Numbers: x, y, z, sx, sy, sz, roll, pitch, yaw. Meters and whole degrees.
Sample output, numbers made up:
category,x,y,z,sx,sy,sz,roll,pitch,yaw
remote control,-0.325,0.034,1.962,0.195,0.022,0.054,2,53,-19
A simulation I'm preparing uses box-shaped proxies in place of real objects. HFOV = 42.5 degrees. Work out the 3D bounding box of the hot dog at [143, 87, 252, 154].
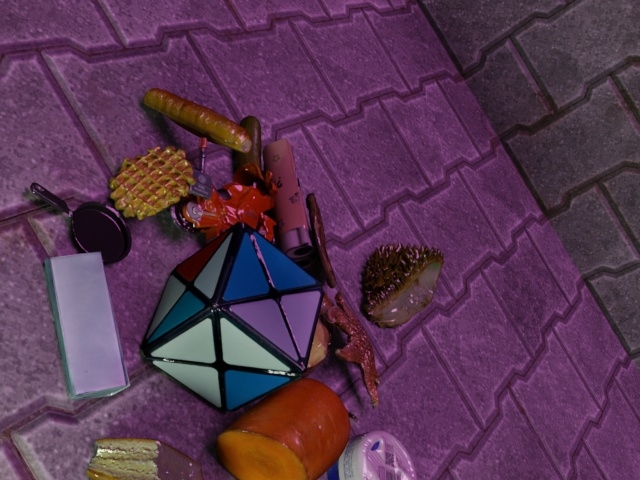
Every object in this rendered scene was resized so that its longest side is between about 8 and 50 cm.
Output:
category,x,y,z,sx,sy,sz,roll,pitch,yaw
hot dog,-0.278,-0.277,1.872,0.288,0.068,0.083,29,-5,18

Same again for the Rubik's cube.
category,x,y,z,sx,sy,sz,roll,pitch,yaw
Rubik's cube,-0.169,0.158,1.649,0.246,0.250,0.248,39,38,-25

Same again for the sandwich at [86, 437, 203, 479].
category,x,y,z,sx,sy,sz,roll,pitch,yaw
sandwich,-0.281,0.426,1.454,0.258,0.096,0.094,39,34,-30

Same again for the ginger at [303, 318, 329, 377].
category,x,y,z,sx,sy,sz,roll,pitch,yaw
ginger,-0.047,0.229,1.828,0.138,0.152,0.267,50,4,-9

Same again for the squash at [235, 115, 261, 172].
category,x,y,z,sx,sy,sz,roll,pitch,yaw
squash,-0.180,-0.213,2.061,0.066,0.066,0.252,27,46,-37

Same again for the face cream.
category,x,y,z,sx,sy,sz,roll,pitch,yaw
face cream,0.123,0.533,1.847,0.206,0.111,0.206,30,43,-33

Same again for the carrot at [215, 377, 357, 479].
category,x,y,z,sx,sy,sz,roll,pitch,yaw
carrot,-0.042,0.391,1.675,0.214,0.193,0.331,55,35,0

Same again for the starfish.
category,x,y,z,sx,sy,sz,roll,pitch,yaw
starfish,0.092,0.259,1.978,0.302,0.060,0.299,62,10,-22

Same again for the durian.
category,x,y,z,sx,sy,sz,roll,pitch,yaw
durian,0.219,0.117,2.307,0.394,0.163,0.198,-35,132,-51

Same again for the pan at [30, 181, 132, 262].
category,x,y,z,sx,sy,sz,roll,pitch,yaw
pan,-0.472,-0.041,1.614,0.235,0.028,0.136,38,39,-31

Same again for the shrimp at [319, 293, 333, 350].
category,x,y,z,sx,sy,sz,roll,pitch,yaw
shrimp,0.000,0.195,1.997,0.101,0.042,0.190,36,36,-41

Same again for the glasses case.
category,x,y,z,sx,sy,sz,roll,pitch,yaw
glasses case,-0.432,0.156,1.512,0.105,0.056,0.266,-8,69,-27

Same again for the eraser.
category,x,y,z,sx,sy,sz,roll,pitch,yaw
eraser,-0.080,-0.084,2.032,0.171,0.087,0.291,89,-10,-65

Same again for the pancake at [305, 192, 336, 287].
category,x,y,z,sx,sy,sz,roll,pitch,yaw
pancake,0.001,0.000,2.045,0.250,0.031,0.250,166,-90,-89

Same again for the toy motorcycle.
category,x,y,z,sx,sy,sz,roll,pitch,yaw
toy motorcycle,-0.216,-0.091,1.864,0.325,0.147,0.221,20,59,-43

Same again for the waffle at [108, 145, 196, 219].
category,x,y,z,sx,sy,sz,roll,pitch,yaw
waffle,-0.353,-0.124,1.717,0.038,0.191,0.191,76,9,-56
